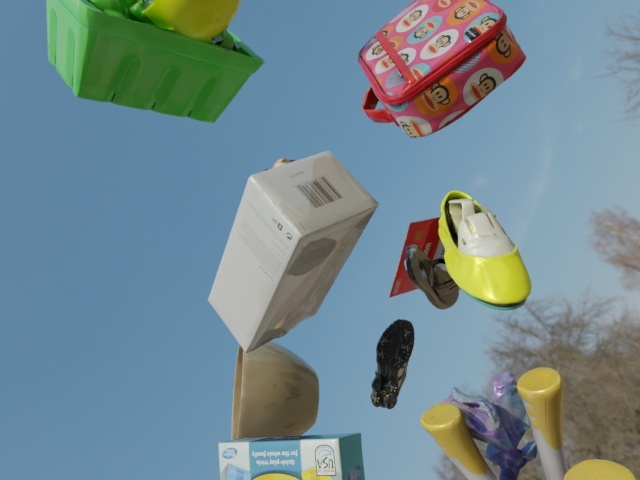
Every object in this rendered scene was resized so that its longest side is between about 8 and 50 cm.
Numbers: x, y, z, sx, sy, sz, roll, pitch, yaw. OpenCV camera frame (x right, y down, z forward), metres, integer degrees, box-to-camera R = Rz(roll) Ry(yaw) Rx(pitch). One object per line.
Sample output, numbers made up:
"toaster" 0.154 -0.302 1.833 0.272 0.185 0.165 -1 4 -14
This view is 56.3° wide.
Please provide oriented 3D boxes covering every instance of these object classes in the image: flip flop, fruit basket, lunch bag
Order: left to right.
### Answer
"fruit basket" -0.273 -0.419 1.075 0.392 0.283 0.392 -26 -39 -24
"lunch bag" 0.177 -0.298 1.008 0.258 0.293 0.120 -36 -58 15
"flip flop" 0.274 0.080 1.379 0.080 0.112 0.277 -20 -32 23

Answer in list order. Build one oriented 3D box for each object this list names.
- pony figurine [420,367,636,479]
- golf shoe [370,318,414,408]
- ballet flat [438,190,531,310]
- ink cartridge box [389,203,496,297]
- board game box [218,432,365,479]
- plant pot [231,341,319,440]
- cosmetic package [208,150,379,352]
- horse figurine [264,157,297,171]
"pony figurine" 0.247 0.306 0.594 0.303 0.351 0.363 -35 -75 -23
"golf shoe" 0.156 0.263 1.303 0.094 0.077 0.198 8 -81 -75
"ballet flat" 0.176 -0.003 0.685 0.077 0.231 0.077 -8 -70 3
"ink cartridge box" 0.349 0.050 1.727 0.261 0.066 0.296 -15 -44 -26
"board game box" -0.042 0.500 0.986 0.079 0.254 0.336 15 -115 -56
"plant pot" -0.107 0.375 1.442 0.191 0.284 0.284 4 -61 -11
"cosmetic package" -0.064 0.031 1.131 0.197 0.155 0.365 -24 -26 -40
"horse figurine" -0.062 -0.150 1.469 0.174 0.263 0.066 26 -68 -14
